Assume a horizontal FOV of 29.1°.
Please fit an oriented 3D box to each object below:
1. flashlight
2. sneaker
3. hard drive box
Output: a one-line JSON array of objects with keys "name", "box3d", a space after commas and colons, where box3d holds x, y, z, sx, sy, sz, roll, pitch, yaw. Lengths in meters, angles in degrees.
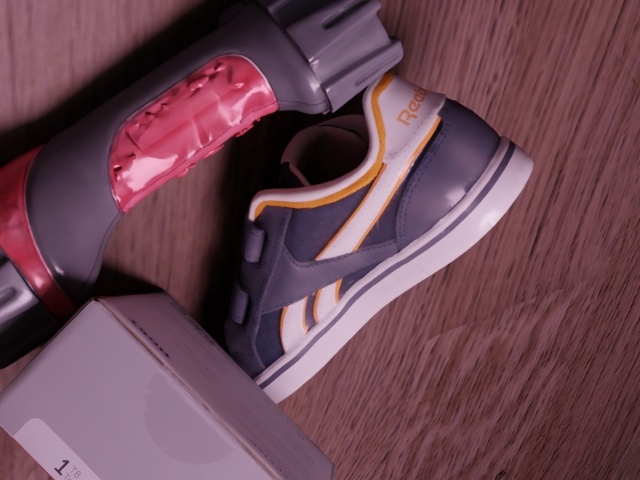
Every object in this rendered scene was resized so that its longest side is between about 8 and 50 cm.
[{"name": "flashlight", "box3d": [-0.091, -0.050, 0.726, 0.304, 0.103, 0.103, -34, 110, -8]}, {"name": "sneaker", "box3d": [0.000, 0.000, 0.872, 0.321, 0.127, 0.126, -44, -169, 38]}, {"name": "hard drive box", "box3d": [-0.084, 0.124, 0.769, 0.089, 0.181, 0.232, -45, 177, 0]}]
